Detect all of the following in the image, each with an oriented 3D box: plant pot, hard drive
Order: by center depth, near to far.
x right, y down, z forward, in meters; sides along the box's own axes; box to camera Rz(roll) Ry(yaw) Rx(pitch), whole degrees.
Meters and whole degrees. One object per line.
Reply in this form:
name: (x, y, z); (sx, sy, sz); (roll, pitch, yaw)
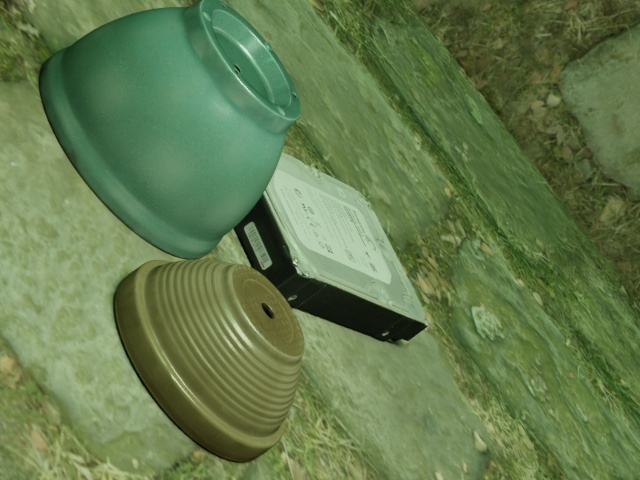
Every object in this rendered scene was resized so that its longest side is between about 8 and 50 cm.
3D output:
plant pot: (-0.094, 0.103, 1.781); (0.237, 0.110, 0.237); (45, 22, -24)
plant pot: (-0.149, -0.154, 1.962); (0.293, 0.196, 0.293); (45, 21, -22)
hard drive: (0.000, 0.000, 2.247); (0.339, 0.064, 0.237); (26, 34, -55)
